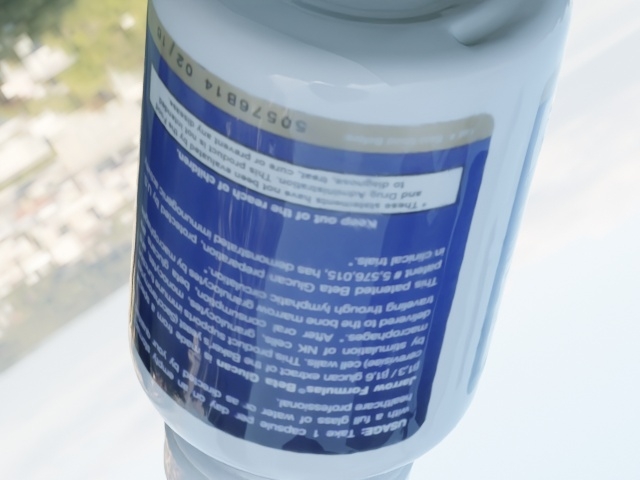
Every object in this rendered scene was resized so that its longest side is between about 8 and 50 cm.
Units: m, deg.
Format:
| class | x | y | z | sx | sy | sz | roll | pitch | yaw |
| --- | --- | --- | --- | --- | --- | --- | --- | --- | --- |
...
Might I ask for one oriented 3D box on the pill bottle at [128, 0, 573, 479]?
| class | x | y | z | sx | sy | sz | roll | pitch | yaw |
| --- | --- | --- | --- | --- | --- | --- | --- | --- | --- |
| pill bottle | 0.000 | 0.000 | 0.431 | 0.094 | 0.094 | 0.169 | -36 | 147 | -40 |
